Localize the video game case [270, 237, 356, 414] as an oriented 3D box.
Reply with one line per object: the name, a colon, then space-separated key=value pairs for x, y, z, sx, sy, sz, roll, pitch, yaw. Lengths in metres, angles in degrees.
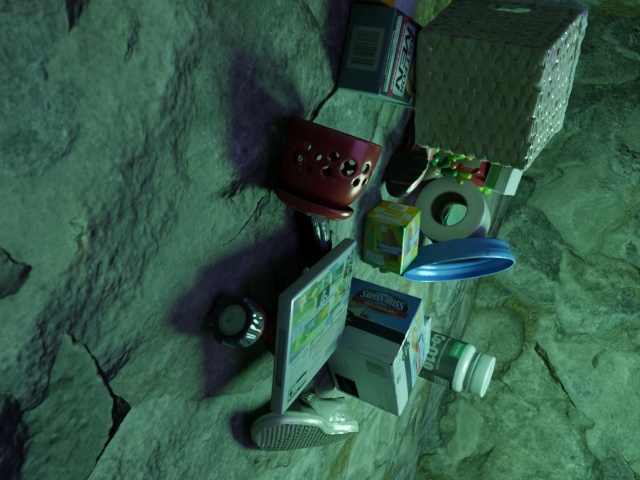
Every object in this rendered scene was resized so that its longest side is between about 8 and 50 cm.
video game case: x=-0.012 y=0.185 z=1.271 sx=0.329 sy=0.036 sz=0.299 roll=-38 pitch=140 yaw=-55

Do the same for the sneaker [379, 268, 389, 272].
sneaker: x=0.235 y=0.038 z=1.829 sx=0.188 sy=0.066 sz=0.071 roll=-47 pitch=127 yaw=-50

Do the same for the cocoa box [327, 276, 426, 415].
cocoa box: x=0.168 y=0.318 z=1.657 sx=0.227 sy=0.232 sz=0.347 roll=-57 pitch=150 yaw=-31

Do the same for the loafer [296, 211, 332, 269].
loafer: x=0.000 y=0.000 z=1.311 sx=0.078 sy=0.076 sz=0.223 roll=-40 pitch=136 yaw=-34

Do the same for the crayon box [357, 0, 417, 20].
crayon box: x=0.130 y=-0.612 z=1.183 sx=0.323 sy=0.083 sz=0.202 roll=-12 pitch=116 yaw=-61

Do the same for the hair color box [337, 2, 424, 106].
hair color box: x=0.187 y=-0.436 z=1.367 sx=0.375 sy=0.114 sz=0.185 roll=-13 pitch=117 yaw=-61

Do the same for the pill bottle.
pill bottle: x=0.523 y=0.502 z=2.312 sx=0.204 sy=0.361 sz=0.204 roll=-41 pitch=140 yaw=-48

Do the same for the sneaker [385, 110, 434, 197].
sneaker: x=0.299 y=-0.248 z=1.698 sx=0.313 sy=0.116 sz=0.136 roll=-64 pitch=154 yaw=-18

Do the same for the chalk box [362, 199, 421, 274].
chalk box: x=0.211 y=0.008 z=1.666 sx=0.132 sy=0.133 sz=0.212 roll=-41 pitch=139 yaw=-47

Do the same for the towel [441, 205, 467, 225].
towel: x=0.610 y=-0.168 z=2.440 sx=0.370 sy=0.040 sz=0.271 roll=-62 pitch=153 yaw=-25

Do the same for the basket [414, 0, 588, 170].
basket: x=0.426 y=-0.395 z=1.364 sx=0.266 sy=0.329 sz=0.331 roll=-46 pitch=144 yaw=-39

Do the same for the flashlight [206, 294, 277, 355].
flashlight: x=-0.123 y=0.196 z=1.174 sx=0.103 sy=0.103 sz=0.304 roll=-39 pitch=152 yaw=1

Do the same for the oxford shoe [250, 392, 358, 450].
oxford shoe: x=-0.044 y=0.473 z=1.480 sx=0.449 sy=0.169 sz=0.130 roll=27 pitch=37 yaw=-56

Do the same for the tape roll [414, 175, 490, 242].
tape roll: x=0.473 y=-0.092 z=1.986 sx=0.169 sy=0.246 sz=0.245 roll=28 pitch=80 yaw=-64

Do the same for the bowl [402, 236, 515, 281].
bowl: x=0.488 y=0.072 z=1.984 sx=0.391 sy=0.392 sz=0.077 roll=29 pitch=54 yaw=-63

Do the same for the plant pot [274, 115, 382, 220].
plant pot: x=0.009 y=-0.142 z=1.125 sx=0.191 sy=0.191 sz=0.174 roll=-8 pitch=120 yaw=-61

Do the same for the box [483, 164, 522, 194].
box: x=0.645 y=-0.220 z=1.959 sx=0.102 sy=0.087 sz=0.101 roll=-5 pitch=116 yaw=-52

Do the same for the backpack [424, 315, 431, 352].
backpack: x=0.286 y=0.363 z=1.984 sx=0.225 sy=0.191 sz=0.253 roll=-43 pitch=147 yaw=-46

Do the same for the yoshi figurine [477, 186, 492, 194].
yoshi figurine: x=0.736 y=-0.379 z=2.344 sx=0.203 sy=0.204 sz=0.361 roll=28 pitch=72 yaw=-46

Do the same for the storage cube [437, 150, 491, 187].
storage cube: x=0.539 y=-0.319 z=2.022 sx=0.193 sy=0.215 sz=0.183 roll=29 pitch=80 yaw=-57

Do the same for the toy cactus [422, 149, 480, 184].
toy cactus: x=0.415 y=-0.244 z=1.859 sx=0.219 sy=0.181 sz=0.112 roll=18 pitch=56 yaw=-39
